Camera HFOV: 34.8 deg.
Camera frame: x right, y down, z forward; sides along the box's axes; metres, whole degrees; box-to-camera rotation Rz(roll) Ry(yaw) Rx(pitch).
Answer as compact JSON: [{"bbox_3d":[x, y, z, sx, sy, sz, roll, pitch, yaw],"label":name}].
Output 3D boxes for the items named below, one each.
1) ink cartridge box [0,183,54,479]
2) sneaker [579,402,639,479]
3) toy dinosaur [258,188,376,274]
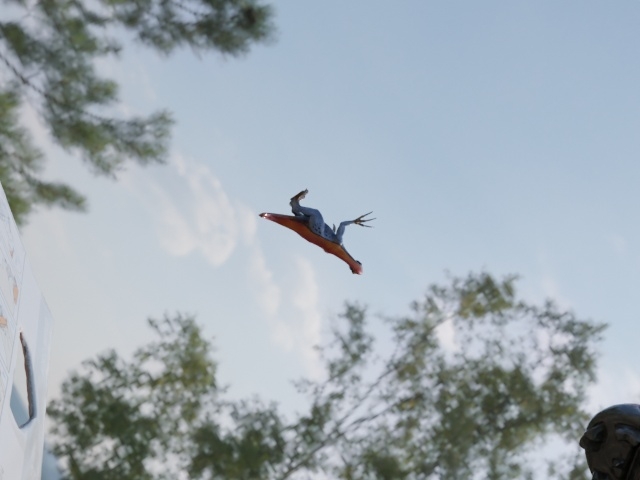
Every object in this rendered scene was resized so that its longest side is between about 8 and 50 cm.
[{"bbox_3d":[-0.196,0.005,0.488,0.275,0.060,0.239,-116,-167,-64],"label":"ink cartridge box"},{"bbox_3d":[0.323,0.179,0.726,0.276,0.135,0.098,22,-55,16],"label":"sneaker"},{"bbox_3d":[0.000,0.000,0.843,0.082,0.090,0.047,60,-26,4],"label":"toy dinosaur"}]
